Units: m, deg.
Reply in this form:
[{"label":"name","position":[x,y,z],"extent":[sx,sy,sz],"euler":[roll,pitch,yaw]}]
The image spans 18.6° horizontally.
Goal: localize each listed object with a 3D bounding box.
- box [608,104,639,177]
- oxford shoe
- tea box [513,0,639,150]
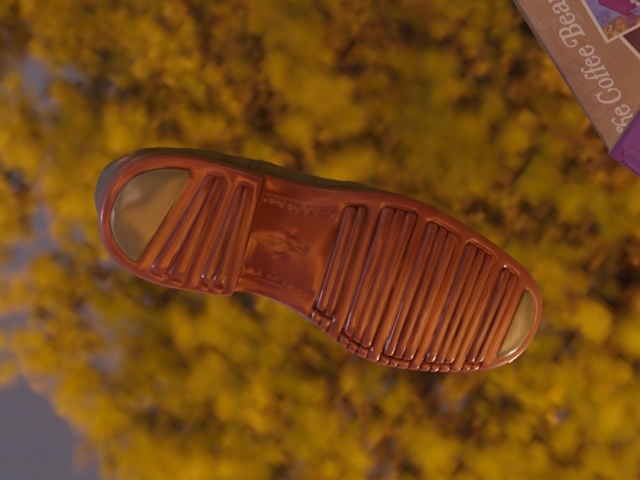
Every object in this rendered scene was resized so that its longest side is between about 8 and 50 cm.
[{"label":"box","position":[0.273,-0.115,1.024],"extent":[0.117,0.213,0.243],"euler":[37,174,6]},{"label":"oxford shoe","position":[0.000,0.000,1.649],"extent":[0.397,0.140,0.146],"euler":[21,-171,-17]},{"label":"tea box","position":[0.205,-0.301,1.466],"extent":[0.329,0.220,0.323],"euler":[51,-164,-40]}]
